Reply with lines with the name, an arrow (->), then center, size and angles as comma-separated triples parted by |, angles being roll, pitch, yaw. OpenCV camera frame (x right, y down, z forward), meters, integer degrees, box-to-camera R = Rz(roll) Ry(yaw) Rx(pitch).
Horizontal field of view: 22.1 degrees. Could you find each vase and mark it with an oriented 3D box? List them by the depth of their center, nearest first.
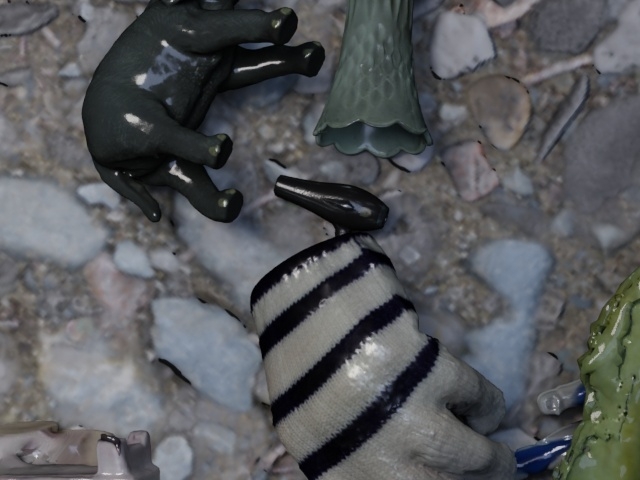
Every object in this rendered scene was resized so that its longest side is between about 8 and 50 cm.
vase -> 0.039, -0.137, 1.106 | 0.081, 0.081, 0.148 | 5, 77, -4

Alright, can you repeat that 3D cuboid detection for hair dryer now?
hair dryer -> 0.000, 0.000, 1.108 | 0.079, 0.031, 0.083 | 15, 89, 8

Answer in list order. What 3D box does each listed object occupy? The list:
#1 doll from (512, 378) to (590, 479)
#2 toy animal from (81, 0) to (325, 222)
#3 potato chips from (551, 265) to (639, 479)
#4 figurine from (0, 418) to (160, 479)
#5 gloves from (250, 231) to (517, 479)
doll -> 0.208, 0.128, 1.092 | 0.227, 0.057, 0.114 | -36, 83, -7
toy animal -> -0.069, -0.139, 1.076 | 0.137, 0.082, 0.269 | 16, 81, 25
potato chips -> 0.319, 0.157, 1.065 | 0.358, 0.070, 0.429 | 10, 94, -17
figurine -> -0.172, 0.240, 1.000 | 0.182, 0.144, 0.256 | 2, 85, -9
gloves -> 0.039, 0.115, 1.032 | 0.140, 0.131, 0.218 | -29, 69, 11
